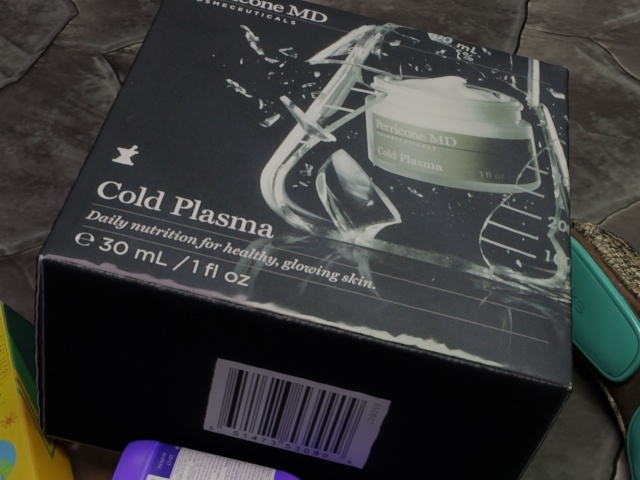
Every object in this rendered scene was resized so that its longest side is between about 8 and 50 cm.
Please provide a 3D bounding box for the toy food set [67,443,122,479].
[{"bbox_3d":[-0.162,0.330,1.021,0.220,0.092,0.306,-5,46,1],"label":"toy food set"}]

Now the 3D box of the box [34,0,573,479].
[{"bbox_3d":[0.000,0.000,1.120,0.480,0.297,0.471,14,45,-2],"label":"box"}]

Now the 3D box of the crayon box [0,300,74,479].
[{"bbox_3d":[-0.373,0.241,1.087,0.202,0.081,0.318,-32,47,6],"label":"crayon box"}]

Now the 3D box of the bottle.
[{"bbox_3d":[-0.063,0.274,0.981,0.283,0.092,0.118,12,41,2],"label":"bottle"}]

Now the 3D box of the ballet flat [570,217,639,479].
[{"bbox_3d":[0.389,0.158,1.114,0.182,0.164,0.482,8,39,-24],"label":"ballet flat"}]
